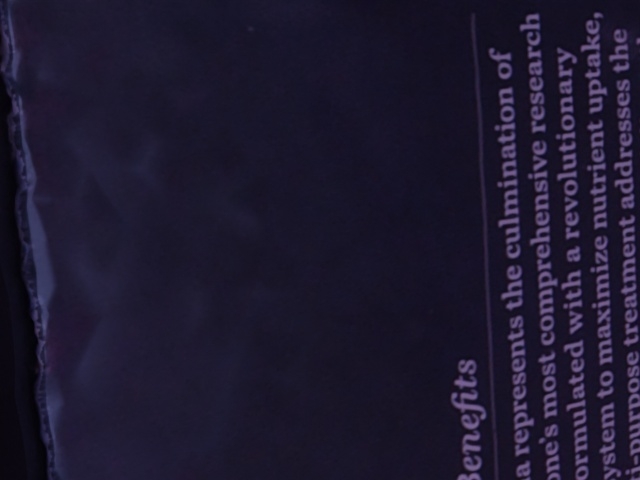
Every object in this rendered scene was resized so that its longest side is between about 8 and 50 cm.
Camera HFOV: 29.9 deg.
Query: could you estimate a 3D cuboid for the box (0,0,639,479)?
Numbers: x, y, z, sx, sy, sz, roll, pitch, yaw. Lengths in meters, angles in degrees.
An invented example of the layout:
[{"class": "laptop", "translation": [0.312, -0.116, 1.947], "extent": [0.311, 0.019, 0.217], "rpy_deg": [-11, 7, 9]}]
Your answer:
[{"class": "box", "translation": [0.000, 0.000, 0.651], "extent": [0.472, 0.480, 0.297], "rpy_deg": [-6, 97, -29]}]
